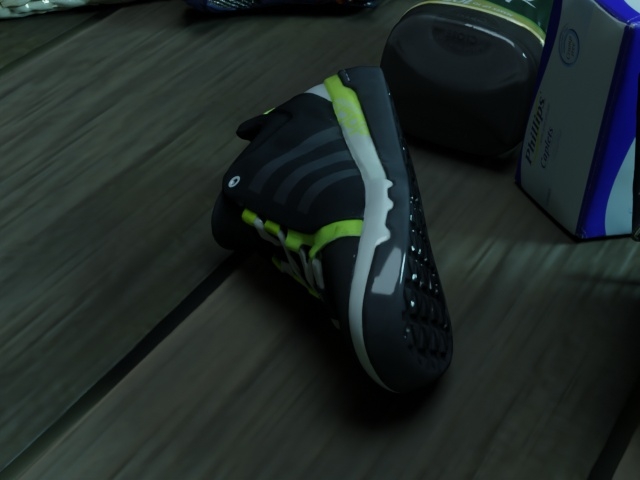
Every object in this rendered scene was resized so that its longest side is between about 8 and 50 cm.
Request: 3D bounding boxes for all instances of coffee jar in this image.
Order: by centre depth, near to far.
[{"bbox_3d":[0.103,-0.116,0.972,0.096,0.079,0.184,18,31,16],"label":"coffee jar"}]

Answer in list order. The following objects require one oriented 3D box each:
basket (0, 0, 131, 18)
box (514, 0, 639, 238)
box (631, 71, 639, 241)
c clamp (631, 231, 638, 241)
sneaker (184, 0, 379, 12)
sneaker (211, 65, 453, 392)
[{"bbox_3d":[-0.158,-0.210,1.044,0.167,0.103,0.113,-15,37,-34],"label":"basket"},{"bbox_3d":[0.186,-0.074,0.873,0.137,0.126,0.072,-6,34,-23],"label":"box"},{"bbox_3d":[0.236,0.005,0.733,0.220,0.051,0.175,36,29,-7],"label":"box"},{"bbox_3d":[0.222,0.053,0.770,0.137,0.022,0.160,11,29,-9],"label":"c clamp"},{"bbox_3d":[0.002,-0.187,1.073,0.221,0.083,0.087,-22,47,-39],"label":"sneaker"},{"bbox_3d":[0.000,0.000,0.772,0.097,0.084,0.234,-16,29,6],"label":"sneaker"}]
